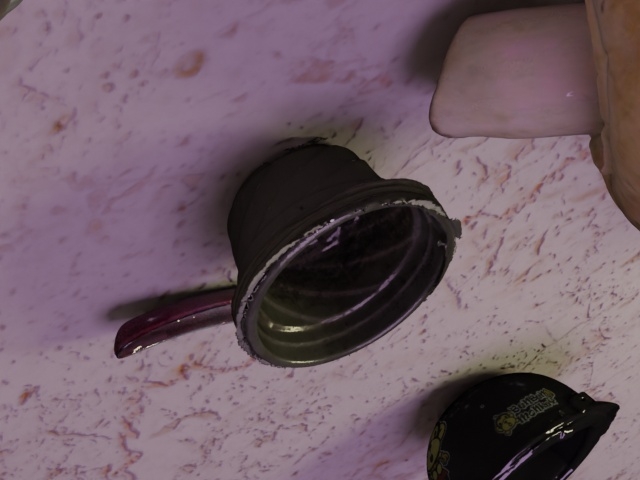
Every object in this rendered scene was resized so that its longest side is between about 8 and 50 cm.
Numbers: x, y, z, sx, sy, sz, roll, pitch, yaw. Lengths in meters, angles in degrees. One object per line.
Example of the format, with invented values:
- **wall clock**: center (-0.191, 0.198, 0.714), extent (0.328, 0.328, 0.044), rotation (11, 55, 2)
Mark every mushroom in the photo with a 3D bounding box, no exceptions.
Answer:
- **mushroom**: center (0.311, -0.172, 1.243), extent (0.353, 0.353, 0.325), rotation (13, 108, -47)

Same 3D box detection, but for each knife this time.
- **knife**: center (-0.092, 0.081, 1.450), extent (0.278, 0.053, 0.123), rotation (-7, 145, -31)

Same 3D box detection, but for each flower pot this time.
- **flower pot**: center (0.000, 0.000, 1.332), extent (0.236, 0.140, 0.235), rotation (-23, 148, -15)

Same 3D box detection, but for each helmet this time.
- **helmet**: center (0.250, 0.263, 1.872), extent (0.279, 0.160, 0.230), rotation (-32, 150, -26)

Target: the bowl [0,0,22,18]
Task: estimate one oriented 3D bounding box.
- **bowl**: center (-0.274, -0.199, 0.831), extent (0.337, 0.157, 0.337), rotation (-20, 145, -15)
